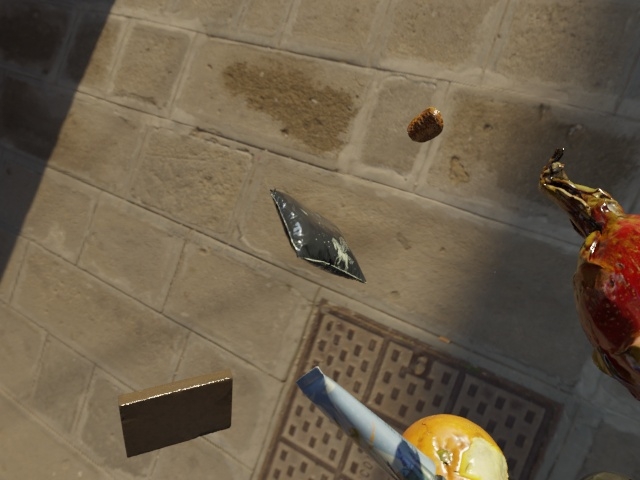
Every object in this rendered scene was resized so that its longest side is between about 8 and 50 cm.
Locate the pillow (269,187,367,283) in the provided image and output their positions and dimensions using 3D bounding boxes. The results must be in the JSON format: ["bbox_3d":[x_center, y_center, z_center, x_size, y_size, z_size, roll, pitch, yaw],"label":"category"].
[{"bbox_3d":[0.000,0.000,0.726,0.055,0.208,0.141,-39,59,16],"label":"pillow"}]

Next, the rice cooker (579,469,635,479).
[{"bbox_3d":[0.471,0.483,0.720,0.203,0.118,0.142,-50,49,-6],"label":"rice cooker"}]

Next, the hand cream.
[{"bbox_3d":[0.077,0.299,0.671,0.271,0.058,0.091,41,141,2],"label":"hand cream"}]

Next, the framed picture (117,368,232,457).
[{"bbox_3d":[-0.228,0.278,0.697,0.023,0.168,0.128,50,140,49],"label":"framed picture"}]

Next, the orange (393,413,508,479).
[{"bbox_3d":[0.274,0.495,0.924,0.240,0.240,0.240,-2,85,22],"label":"orange"}]

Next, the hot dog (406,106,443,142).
[{"bbox_3d":[0.213,-0.230,0.865,0.083,0.035,0.058,-29,90,56],"label":"hot dog"}]

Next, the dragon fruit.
[{"bbox_3d":[0.247,0.023,0.342,0.125,0.125,0.246,-57,37,42],"label":"dragon fruit"}]
